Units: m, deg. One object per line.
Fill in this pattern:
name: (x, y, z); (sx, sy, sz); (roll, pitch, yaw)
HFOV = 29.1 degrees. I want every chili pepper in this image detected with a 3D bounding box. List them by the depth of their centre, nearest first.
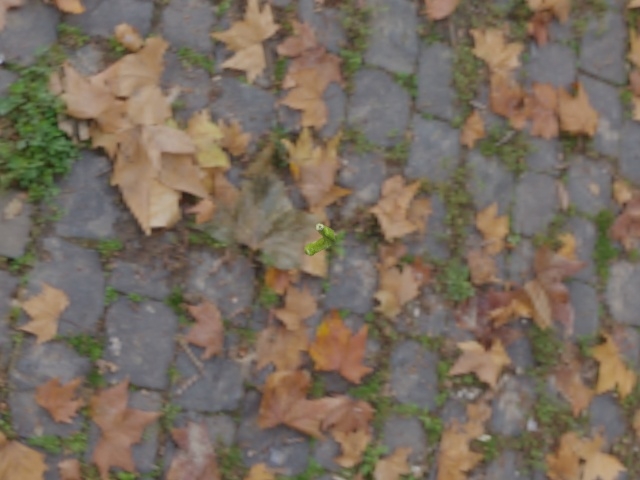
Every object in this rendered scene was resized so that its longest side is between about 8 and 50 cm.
chili pepper: (0.000, 0.001, 1.286); (0.030, 0.083, 0.017); (-3, 74, -18)
